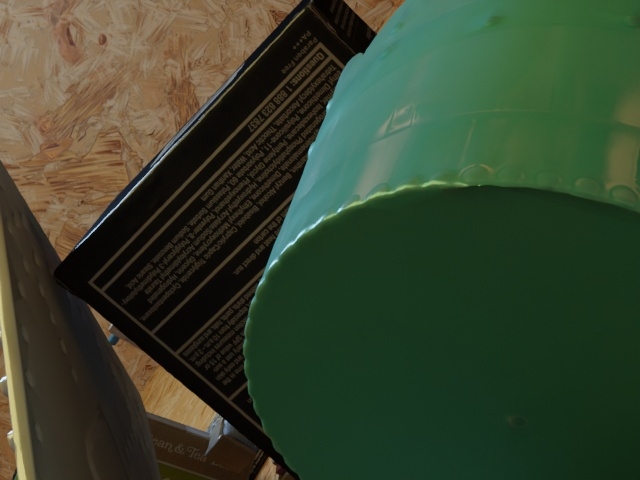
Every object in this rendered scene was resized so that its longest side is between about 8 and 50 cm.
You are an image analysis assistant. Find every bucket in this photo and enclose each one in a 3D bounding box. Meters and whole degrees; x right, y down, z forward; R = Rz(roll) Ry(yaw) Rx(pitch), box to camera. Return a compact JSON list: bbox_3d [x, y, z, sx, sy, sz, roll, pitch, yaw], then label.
[{"bbox_3d":[0.107,0.021,0.471,0.281,0.281,0.183,-48,10,42],"label":"bucket"}]

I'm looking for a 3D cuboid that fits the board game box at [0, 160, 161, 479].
[{"bbox_3d":[-0.176,0.197,0.766,0.390,0.050,0.390,76,174,-52],"label":"board game box"}]

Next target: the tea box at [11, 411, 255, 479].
[{"bbox_3d":[-0.261,0.356,1.169,0.329,0.220,0.323,-22,49,69],"label":"tea box"}]

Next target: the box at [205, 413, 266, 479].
[{"bbox_3d":[-0.128,0.293,1.392,0.159,0.044,0.233,-58,10,0],"label":"box"}]

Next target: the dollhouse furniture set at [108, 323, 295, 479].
[{"bbox_3d":[-0.078,0.075,1.076,0.198,0.303,0.286,-54,11,24],"label":"dollhouse furniture set"}]

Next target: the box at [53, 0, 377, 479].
[{"bbox_3d":[0.000,0.000,0.846,0.296,0.294,0.183,-43,12,17],"label":"box"}]
